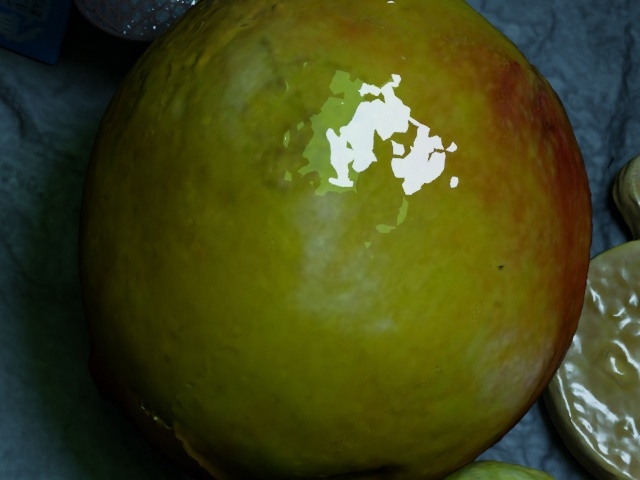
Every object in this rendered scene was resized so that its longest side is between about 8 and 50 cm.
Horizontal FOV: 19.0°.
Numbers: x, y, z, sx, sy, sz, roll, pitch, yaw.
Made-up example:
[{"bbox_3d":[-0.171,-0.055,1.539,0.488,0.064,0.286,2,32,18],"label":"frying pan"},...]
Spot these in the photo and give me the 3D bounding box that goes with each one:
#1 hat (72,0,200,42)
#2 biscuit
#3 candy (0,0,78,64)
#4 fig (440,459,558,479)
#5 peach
[{"bbox_3d":[-0.106,-0.236,1.327,0.193,0.193,0.082,-24,56,-21],"label":"hat"},{"bbox_3d":[0.315,0.057,1.467,0.275,0.052,0.355,42,67,5],"label":"biscuit"},{"bbox_3d":[-0.175,-0.301,1.429,0.100,0.157,0.306,22,65,-5],"label":"candy"},{"bbox_3d":[0.113,0.201,1.254,0.159,0.257,0.159,-1,68,2],"label":"fig"},{"bbox_3d":[-0.001,-0.001,1.268,0.372,0.290,0.372,-1,97,-7],"label":"peach"}]
